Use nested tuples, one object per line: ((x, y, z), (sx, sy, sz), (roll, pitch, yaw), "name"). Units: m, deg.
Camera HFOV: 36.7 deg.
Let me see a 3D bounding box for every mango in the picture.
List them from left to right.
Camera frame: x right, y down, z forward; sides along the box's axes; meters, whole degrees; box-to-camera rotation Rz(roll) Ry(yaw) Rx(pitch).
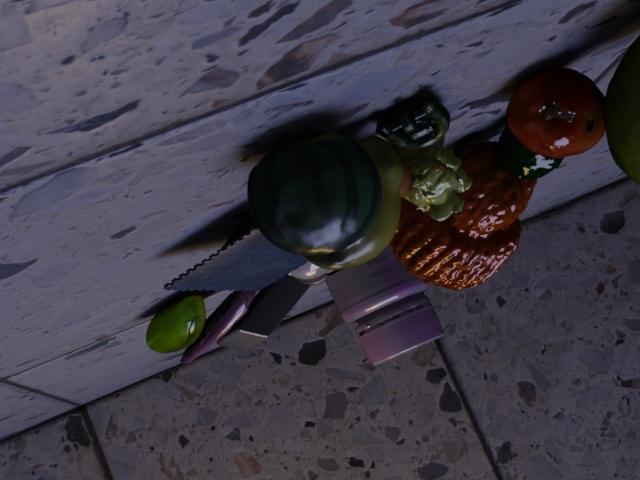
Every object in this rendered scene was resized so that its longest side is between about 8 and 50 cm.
((-0.326, 0.191, 2.240), (0.233, 0.111, 0.125), (-44, -162, 44), "mango")

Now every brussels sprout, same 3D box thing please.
((0.589, -0.225, 1.490), (0.344, 0.268, 0.344), (-49, 162, -23), "brussels sprout")

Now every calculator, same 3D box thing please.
((-0.236, 0.189, 2.296), (0.294, 0.043, 0.194), (-44, -169, 32), "calculator")

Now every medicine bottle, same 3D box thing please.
((0.166, 0.142, 2.530), (0.256, 0.325, 0.256), (-24, 172, -4), "medicine bottle")

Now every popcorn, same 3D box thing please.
((0.177, -0.113, 1.658), (0.141, 0.162, 0.135), (2, -168, 38), "popcorn")

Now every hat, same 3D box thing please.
((0.332, -0.075, 1.917), (0.285, 0.285, 0.400), (-16, 165, -39), "hat")

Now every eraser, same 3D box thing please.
((-0.113, 0.150, 2.345), (0.111, 0.077, 0.352), (-32, -167, 45), "eraser")

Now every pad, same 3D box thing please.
((-0.109, 0.035, 1.753), (0.269, 0.012, 0.269), (-32, 159, 34), "pad")

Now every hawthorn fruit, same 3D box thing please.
((0.373, -0.200, 1.551), (0.165, 0.165, 0.285), (-28, 180, 23), "hawthorn fruit")

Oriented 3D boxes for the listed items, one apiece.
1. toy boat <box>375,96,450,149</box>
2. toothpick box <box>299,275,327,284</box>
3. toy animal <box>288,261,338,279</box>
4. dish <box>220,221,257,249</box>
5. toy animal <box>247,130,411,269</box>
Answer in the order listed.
((0.149, -0.178, 1.489), (0.104, 0.052, 0.210), (-28, 169, 13), "toy boat")
((-0.026, 0.048, 2.208), (0.098, 0.098, 0.149), (-24, 170, 3), "toothpick box")
((0.000, 0.000, 1.935), (0.179, 0.138, 0.166), (-7, 142, -37), "toy animal")
((-0.120, 0.007, 1.804), (0.190, 0.066, 0.191), (-18, 166, -5), "dish")
((0.021, -0.054, 1.421), (0.216, 0.191, 0.338), (-20, 174, 16), "toy animal")
